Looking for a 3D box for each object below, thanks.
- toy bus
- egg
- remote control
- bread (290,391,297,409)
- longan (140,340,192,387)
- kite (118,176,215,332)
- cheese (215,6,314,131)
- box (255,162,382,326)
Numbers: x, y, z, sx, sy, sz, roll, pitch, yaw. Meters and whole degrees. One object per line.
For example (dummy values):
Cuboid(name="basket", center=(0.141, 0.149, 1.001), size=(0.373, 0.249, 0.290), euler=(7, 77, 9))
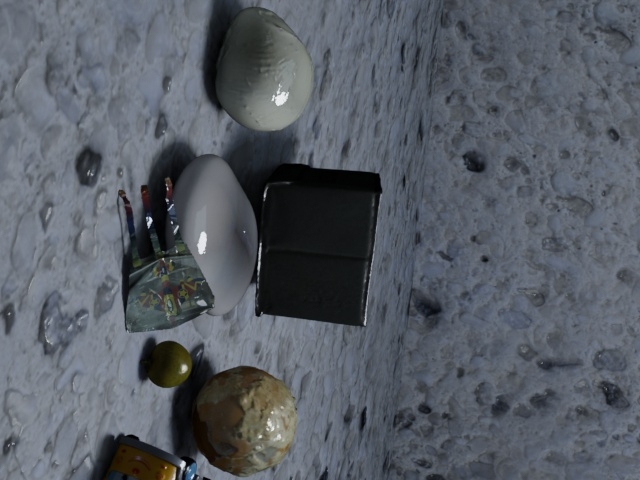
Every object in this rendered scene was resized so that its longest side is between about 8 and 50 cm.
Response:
Cuboid(name="toy bus", center=(-0.257, 0.394, 1.715), size=(0.136, 0.126, 0.209), euler=(-64, 158, -24))
Cuboid(name="egg", center=(-0.135, 0.319, 1.971), size=(0.233, 0.195, 0.194), euler=(110, -6, -74))
Cuboid(name="remote control", center=(-0.173, -0.005, 1.810), size=(0.332, 0.104, 0.221), euler=(63, 37, -64))
Cuboid(name="bread", center=(-0.119, 0.354, 2.228), size=(0.110, 0.103, 0.156), euler=(44, 51, -57))
Cuboid(name="longan", center=(-0.244, 0.194, 1.755), size=(0.083, 0.075, 0.075), euler=(17, 80, -32))
Cuboid(name="kite", center=(-0.236, 0.027, 1.640), size=(0.015, 0.141, 0.245), euler=(40, -36, 56))
Cuboid(name="cheese", center=(-0.091, -0.275, 1.862), size=(0.198, 0.154, 0.189), euler=(42, 64, -71))
Cuboid(name="box", center=(-0.001, 0.000, 2.084), size=(0.345, 0.205, 0.251), euler=(-76, 172, -80))
